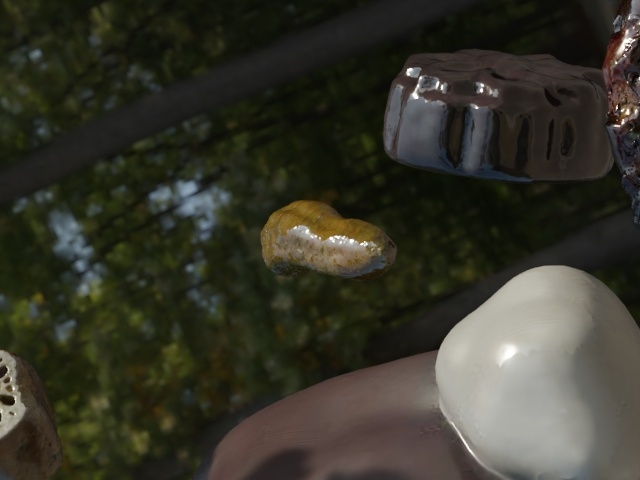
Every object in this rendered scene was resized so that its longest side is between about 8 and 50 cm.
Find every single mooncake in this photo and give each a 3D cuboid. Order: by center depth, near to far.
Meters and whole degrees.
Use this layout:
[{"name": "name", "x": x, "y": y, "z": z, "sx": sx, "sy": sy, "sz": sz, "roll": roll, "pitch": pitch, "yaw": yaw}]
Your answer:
[{"name": "mooncake", "x": 0.218, "y": -0.153, "z": 1.912, "sx": 0.283, "sy": 0.283, "sz": 0.141, "roll": -64, "pitch": -23, "yaw": -75}]

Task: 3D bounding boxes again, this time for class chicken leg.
[{"name": "chicken leg", "x": 0.260, "y": -0.124, "z": 1.173, "sx": 0.063, "sy": 0.105, "sz": 0.234, "roll": 155, "pitch": 118, "yaw": -84}]

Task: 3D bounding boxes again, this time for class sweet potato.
[{"name": "sweet potato", "x": -0.001, "y": 0.000, "z": 1.060, "sx": 0.182, "sy": 0.053, "sz": 0.054, "roll": -176, "pitch": 86, "yaw": -69}]

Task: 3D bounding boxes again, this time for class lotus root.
[{"name": "lotus root", "x": -0.282, "y": 0.157, "z": 1.348, "sx": 0.081, "sy": 0.112, "sz": 0.122, "roll": 80, "pitch": 171, "yaw": -51}]

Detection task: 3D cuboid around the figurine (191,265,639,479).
[{"name": "figurine", "x": 0.082, "y": 0.198, "z": 0.610, "sx": 0.365, "sy": 0.206, "sz": 0.218, "roll": 50, "pitch": -132, "yaw": -35}]
